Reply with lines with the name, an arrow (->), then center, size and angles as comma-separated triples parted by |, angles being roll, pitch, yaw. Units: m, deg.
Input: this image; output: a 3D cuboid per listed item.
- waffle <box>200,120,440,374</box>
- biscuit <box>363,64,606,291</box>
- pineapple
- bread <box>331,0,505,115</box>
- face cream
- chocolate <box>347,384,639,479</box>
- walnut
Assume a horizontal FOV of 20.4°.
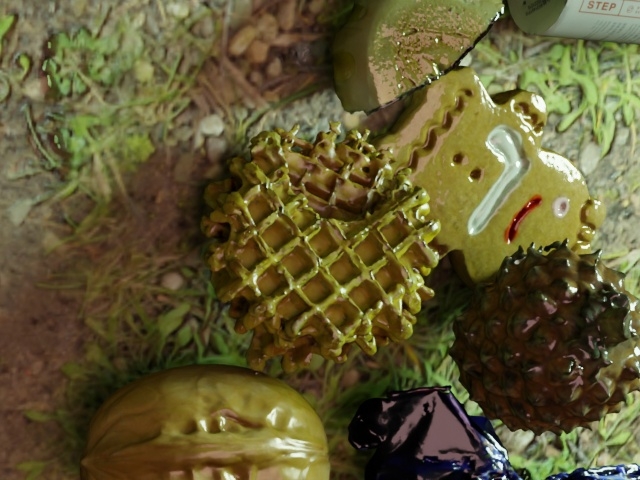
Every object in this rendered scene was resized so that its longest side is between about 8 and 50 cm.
waffle -> 0.000, 0.000, 1.413 | 0.193, 0.070, 0.197 | -8, 79, -18
biscuit -> 0.147, -0.038, 1.538 | 0.184, 0.035, 0.249 | -50, 121, -6
pineapple -> 0.200, 0.079, 1.470 | 0.166, 0.193, 0.166 | 6, 76, -26
bread -> 0.063, -0.167, 1.428 | 0.094, 0.083, 0.157 | 43, 81, -27
face cream -> 0.273, -0.214, 1.514 | 0.214, 0.096, 0.095 | 2, 104, -28
chocolate -> 0.164, 0.228, 1.574 | 0.343, 0.126, 0.148 | 22, 107, -30
walnut -> -0.091, 0.177, 1.411 | 0.207, 0.159, 0.159 | 3, 103, -22
